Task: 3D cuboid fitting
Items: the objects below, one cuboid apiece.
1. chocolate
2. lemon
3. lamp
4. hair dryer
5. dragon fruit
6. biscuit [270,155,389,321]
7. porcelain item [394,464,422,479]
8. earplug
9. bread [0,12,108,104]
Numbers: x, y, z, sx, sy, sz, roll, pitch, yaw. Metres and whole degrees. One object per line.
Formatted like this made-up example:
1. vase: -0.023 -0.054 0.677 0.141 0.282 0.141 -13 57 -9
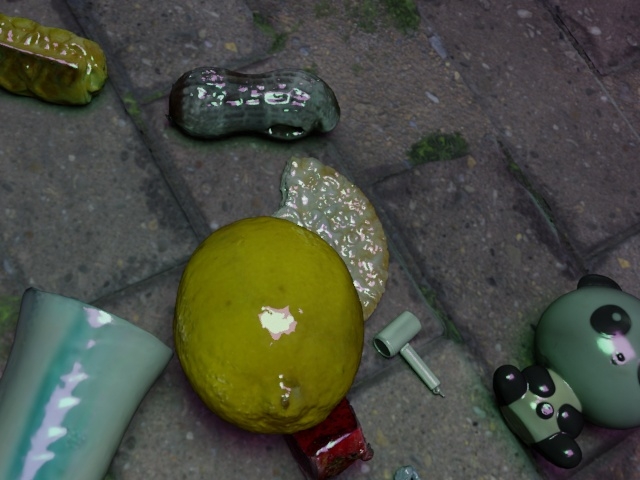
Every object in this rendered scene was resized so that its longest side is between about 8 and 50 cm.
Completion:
1. chocolate: -0.094 -0.196 1.178 0.248 0.110 0.110 1 67 -15
2. lemon: -0.062 0.098 0.988 0.236 0.236 0.263 21 54 -5
3. lamp: 0.353 0.173 1.100 0.244 0.197 0.197 -34 79 -16
4. hair dryer: 0.133 0.161 1.125 0.063 0.038 0.124 -38 87 -25
5. dragon fruit: 0.011 0.246 1.026 0.102 0.147 0.096 -29 116 -5
6. biscuit: 0.000 0.000 1.155 0.188 0.040 0.265 -10 69 -19
7. porcelain item: 0.104 0.323 1.050 0.036 0.028 0.083 34 61 -17
8. earplug: -0.311 0.236 0.913 0.185 0.185 0.324 23 71 -4
9. bread: -0.423 -0.257 1.129 0.269 0.087 0.098 15 64 -7
